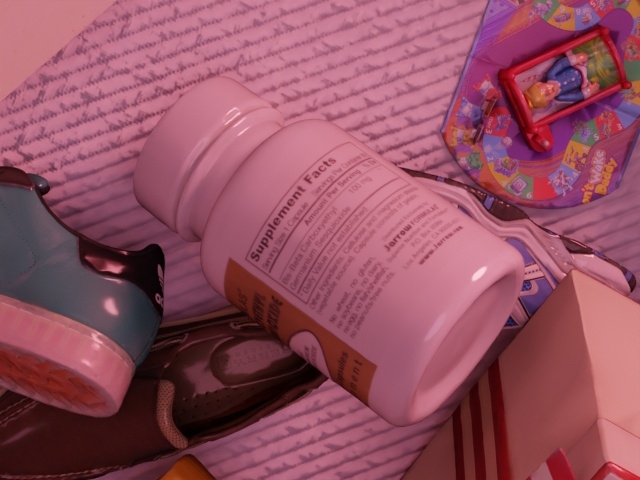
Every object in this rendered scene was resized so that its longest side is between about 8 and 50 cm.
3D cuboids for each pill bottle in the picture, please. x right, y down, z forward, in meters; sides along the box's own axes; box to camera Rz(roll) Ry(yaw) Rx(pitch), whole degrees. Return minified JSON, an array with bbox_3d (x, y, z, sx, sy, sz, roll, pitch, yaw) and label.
[{"bbox_3d":[0.000,0.000,1.000,0.229,0.131,0.131,36,93,20],"label":"pill bottle"}]

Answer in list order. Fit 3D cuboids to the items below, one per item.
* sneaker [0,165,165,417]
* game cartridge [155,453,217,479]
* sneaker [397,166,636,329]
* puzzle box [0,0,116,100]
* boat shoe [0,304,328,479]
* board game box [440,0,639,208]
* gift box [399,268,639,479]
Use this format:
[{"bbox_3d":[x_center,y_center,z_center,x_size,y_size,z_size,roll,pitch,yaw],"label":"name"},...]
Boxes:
[{"bbox_3d":[-0.242,0.001,1.026,0.302,0.108,0.121,24,62,-1],"label":"sneaker"},{"bbox_3d":[-0.074,0.350,1.041,0.323,0.053,0.285,45,90,3],"label":"game cartridge"},{"bbox_3d":[0.110,0.013,1.085,0.211,0.080,0.081,27,92,-11],"label":"sneaker"},{"bbox_3d":[-0.200,-0.254,0.962,0.409,0.052,0.272,-43,102,-12],"label":"puzzle box"},{"bbox_3d":[-0.109,0.100,1.057,0.257,0.095,0.095,-23,102,-4],"label":"boat shoe"},{"bbox_3d":[0.164,-0.102,1.094,0.133,0.033,0.169,20,97,-8],"label":"board game box"},{"bbox_3d":[0.195,0.187,1.000,0.255,0.258,0.276,24,119,-11],"label":"gift box"}]
